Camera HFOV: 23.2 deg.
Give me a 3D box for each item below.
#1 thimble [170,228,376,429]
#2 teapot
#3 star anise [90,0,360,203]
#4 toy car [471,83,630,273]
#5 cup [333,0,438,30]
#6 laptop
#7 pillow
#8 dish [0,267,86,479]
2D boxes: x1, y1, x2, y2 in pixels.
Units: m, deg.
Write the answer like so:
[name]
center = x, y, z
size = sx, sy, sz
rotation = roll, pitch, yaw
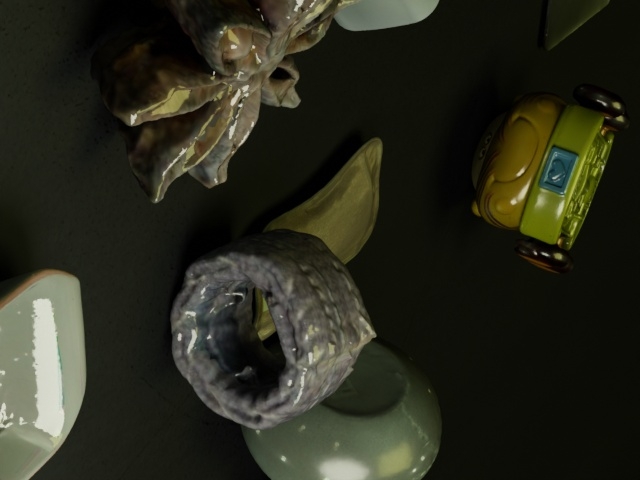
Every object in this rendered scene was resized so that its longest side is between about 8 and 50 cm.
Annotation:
[thimble]
center = -0.040, 0.067, 1.237
size = 0.098, 0.150, 0.150
rotation = -17, 123, -57
[teapot]
center = 0.004, 0.208, 1.421
size = 0.183, 0.183, 0.250
rotation = -42, 155, -45
[star anise]
center = -0.067, -0.145, 1.071
size = 0.223, 0.109, 0.236
rotation = -51, 171, 20
[toy car]
center = 0.238, -0.078, 1.701
size = 0.248, 0.142, 0.200
rotation = 26, 85, -75
[cup]
center = 0.033, -0.245, 1.213
size = 0.129, 0.095, 0.128
rotation = 33, 57, -63
[laptop]
center = 0.309, -0.366, 1.779
size = 0.188, 0.015, 0.269
rotation = -40, 142, -47
[pillow]
center = -0.001, 0.000, 1.399
size = 0.217, 0.033, 0.130
rotation = -45, 148, -43
[dish]
center = -0.232, 0.103, 0.967
size = 0.234, 0.064, 0.154
rotation = -42, 143, -44
